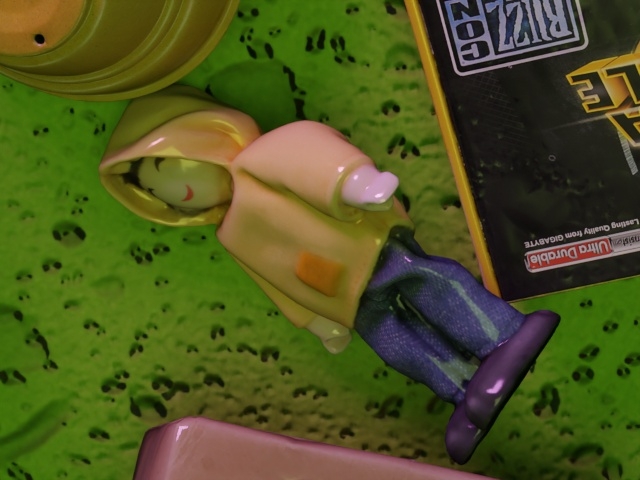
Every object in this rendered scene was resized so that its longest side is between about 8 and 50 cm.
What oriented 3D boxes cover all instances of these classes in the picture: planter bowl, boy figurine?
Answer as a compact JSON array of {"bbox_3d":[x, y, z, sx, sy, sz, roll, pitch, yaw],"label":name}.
[{"bbox_3d":[-0.155,-0.161,1.031,0.217,0.090,0.217,8,118,14],"label":"planter bowl"},{"bbox_3d":[0.000,0.000,1.081,0.285,0.177,0.092,36,60,6],"label":"boy figurine"}]

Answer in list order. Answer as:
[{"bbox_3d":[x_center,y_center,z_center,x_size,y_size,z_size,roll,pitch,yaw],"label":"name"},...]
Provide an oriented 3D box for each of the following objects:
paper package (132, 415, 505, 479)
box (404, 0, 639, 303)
[{"bbox_3d":[0.015,0.284,1.092,0.309,0.168,0.325,12,80,-4],"label":"paper package"},{"bbox_3d":[0.221,-0.120,1.058,0.322,0.079,0.257,-12,104,16],"label":"box"}]
